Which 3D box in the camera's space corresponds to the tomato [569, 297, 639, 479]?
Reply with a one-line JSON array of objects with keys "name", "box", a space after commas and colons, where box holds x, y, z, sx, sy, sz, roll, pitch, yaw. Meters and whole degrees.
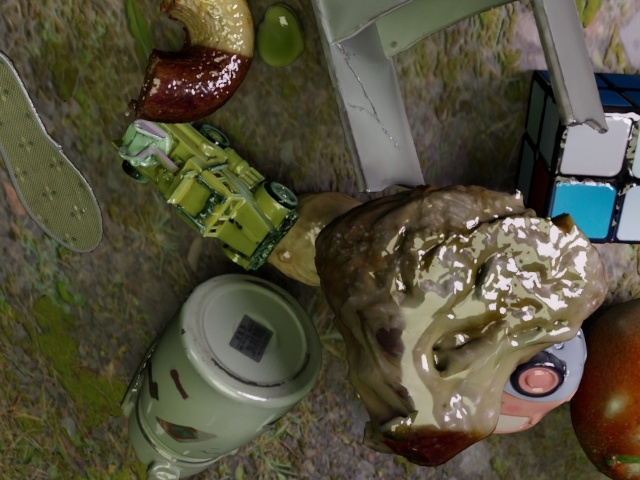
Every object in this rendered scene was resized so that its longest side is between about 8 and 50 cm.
[{"name": "tomato", "box": [0.509, 0.216, 1.123, 0.303, 0.239, 0.304, 2, 131, 2]}]

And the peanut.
[{"name": "peanut", "box": [0.000, 0.000, 1.098, 0.159, 0.109, 0.141, -16, 100, 7]}]

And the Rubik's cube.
[{"name": "Rubik's cube", "box": [0.356, -0.108, 0.999, 0.167, 0.183, 0.180, 3, 118, 1]}]

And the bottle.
[{"name": "bottle", "box": [-0.162, 0.216, 1.149, 0.229, 0.229, 0.352, 27, 134, -12]}]

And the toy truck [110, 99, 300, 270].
[{"name": "toy truck", "box": [-0.163, -0.070, 1.025, 0.259, 0.135, 0.128, 40, 110, 3]}]

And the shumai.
[{"name": "shumai", "box": [0.144, 0.101, 0.905, 0.346, 0.283, 0.217, 13, 154, 5]}]

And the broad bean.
[{"name": "broad bean", "box": [-0.051, -0.262, 1.010, 0.063, 0.045, 0.083, 7, 124, 0]}]

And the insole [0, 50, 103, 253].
[{"name": "insole", "box": [-0.404, -0.117, 1.109, 0.109, 0.007, 0.322, -18, 115, 9]}]

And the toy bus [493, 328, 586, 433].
[{"name": "toy bus", "box": [0.223, 0.176, 1.141, 0.287, 0.194, 0.232, 9, 126, -1]}]

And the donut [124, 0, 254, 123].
[{"name": "donut", "box": [-0.145, -0.243, 0.963, 0.141, 0.085, 0.217, 11, 96, -21]}]

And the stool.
[{"name": "stool", "box": [0.150, -0.213, 0.867, 0.243, 0.170, 0.270, -16, 86, 32]}]
